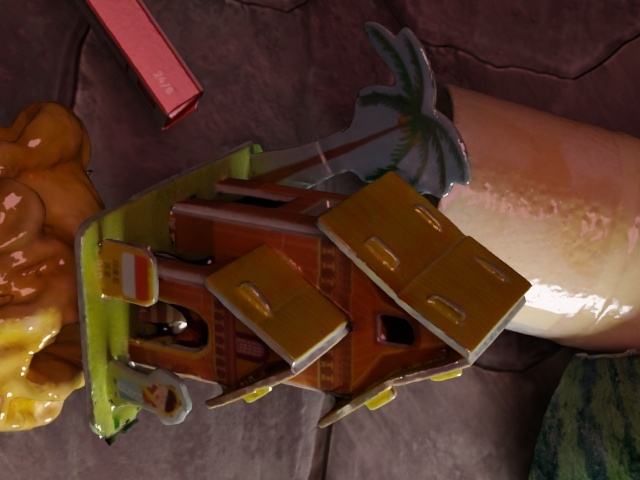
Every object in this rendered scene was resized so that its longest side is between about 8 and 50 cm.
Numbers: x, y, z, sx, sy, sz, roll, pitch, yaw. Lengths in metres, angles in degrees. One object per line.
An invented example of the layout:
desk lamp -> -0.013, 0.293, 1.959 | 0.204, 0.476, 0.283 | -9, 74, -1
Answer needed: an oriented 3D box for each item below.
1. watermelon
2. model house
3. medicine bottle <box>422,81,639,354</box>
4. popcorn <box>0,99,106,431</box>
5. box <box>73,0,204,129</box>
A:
watermelon -> 0.332, 0.237, 1.307 | 0.251, 0.292, 0.283 | -12, 98, 10
model house -> 0.000, 0.000, 1.051 | 0.324, 0.300, 0.340 | 10, 113, 25
medicine bottle -> 0.281, -0.004, 1.291 | 0.406, 0.236, 0.235 | 15, 81, -12
popcorn -> -0.330, 0.032, 1.121 | 0.281, 0.297, 0.315 | 18, 54, -55
box -> -0.206, -0.224, 1.250 | 0.050, 0.123, 0.229 | -35, 95, -10
